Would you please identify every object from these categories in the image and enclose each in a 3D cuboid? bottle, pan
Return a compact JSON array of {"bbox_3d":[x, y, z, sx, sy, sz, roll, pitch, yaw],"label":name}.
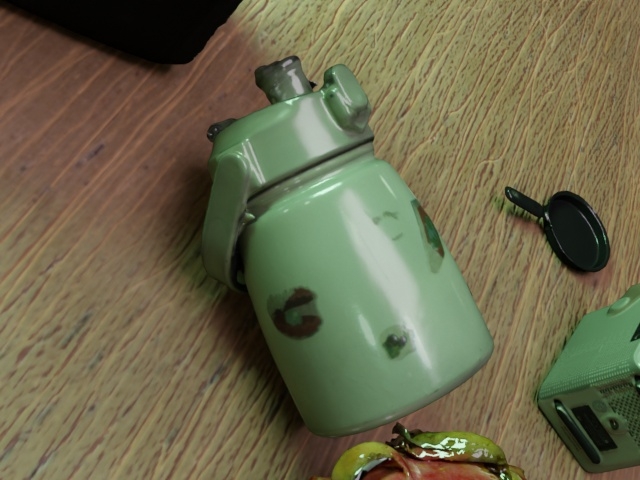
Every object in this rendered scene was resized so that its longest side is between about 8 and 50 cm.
[{"bbox_3d":[0.000,0.000,0.837,0.229,0.229,0.351,-30,94,-43],"label":"bottle"},{"bbox_3d":[0.352,-0.029,1.258,0.235,0.028,0.136,23,54,-30],"label":"pan"}]

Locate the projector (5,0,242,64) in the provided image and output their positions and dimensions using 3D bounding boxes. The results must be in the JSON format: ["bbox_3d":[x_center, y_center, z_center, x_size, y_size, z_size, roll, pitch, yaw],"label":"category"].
[{"bbox_3d":[-0.211,-0.406,0.773,0.405,0.395,0.242,21,56,-27],"label":"projector"}]

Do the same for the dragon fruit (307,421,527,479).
[{"bbox_3d":[0.082,0.290,0.741,0.291,0.250,0.269,20,55,-19],"label":"dragon fruit"}]

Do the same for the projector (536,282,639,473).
[{"bbox_3d":[0.426,0.174,1.109,0.163,0.177,0.242,53,48,-6],"label":"projector"}]
